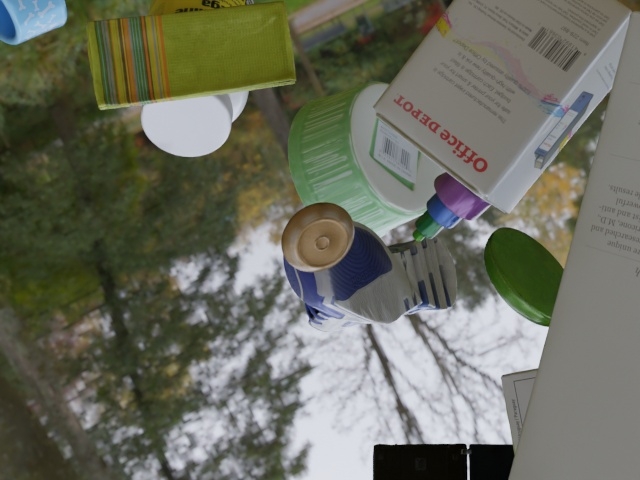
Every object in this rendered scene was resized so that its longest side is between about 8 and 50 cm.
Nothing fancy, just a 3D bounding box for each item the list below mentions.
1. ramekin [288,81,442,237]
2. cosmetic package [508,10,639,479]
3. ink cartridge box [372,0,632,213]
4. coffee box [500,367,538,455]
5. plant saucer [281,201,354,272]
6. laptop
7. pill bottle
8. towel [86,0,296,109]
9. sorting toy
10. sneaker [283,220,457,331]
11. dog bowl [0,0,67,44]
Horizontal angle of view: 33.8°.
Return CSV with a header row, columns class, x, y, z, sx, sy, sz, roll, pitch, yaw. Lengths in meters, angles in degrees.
class,x,y,z,sx,sy,sz,roll,pitch,yaw
ramekin,0.097,-0.157,2.024,0.148,0.303,0.303,-20,-170,43
cosmetic package,0.303,0.038,0.809,0.217,0.385,0.156,3,-169,-44
ink cartridge box,0.178,-0.156,1.005,0.212,0.154,0.093,-52,154,7
coffee box,0.462,0.295,1.297,0.334,0.338,0.338,-16,168,32
plant saucer,0.000,0.000,1.118,0.083,0.083,0.015,-27,-147,-7
laptop,0.221,0.423,1.576,0.264,0.234,0.136,-10,164,37
pill bottle,-0.208,-0.298,1.754,0.188,0.188,0.334,-22,-140,21
towel,-0.150,-0.218,1.231,0.237,0.102,0.021,-9,-172,-11
sorting toy,0.211,0.090,1.152,0.127,0.365,0.126,-5,146,-49
sneaker,0.030,0.064,1.347,0.182,0.127,0.315,-18,167,31
dog bowl,-0.458,-0.389,1.390,0.074,0.297,0.166,-45,-154,-24
